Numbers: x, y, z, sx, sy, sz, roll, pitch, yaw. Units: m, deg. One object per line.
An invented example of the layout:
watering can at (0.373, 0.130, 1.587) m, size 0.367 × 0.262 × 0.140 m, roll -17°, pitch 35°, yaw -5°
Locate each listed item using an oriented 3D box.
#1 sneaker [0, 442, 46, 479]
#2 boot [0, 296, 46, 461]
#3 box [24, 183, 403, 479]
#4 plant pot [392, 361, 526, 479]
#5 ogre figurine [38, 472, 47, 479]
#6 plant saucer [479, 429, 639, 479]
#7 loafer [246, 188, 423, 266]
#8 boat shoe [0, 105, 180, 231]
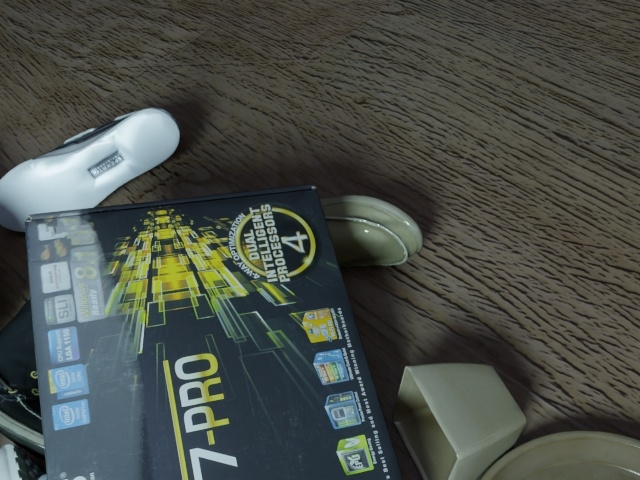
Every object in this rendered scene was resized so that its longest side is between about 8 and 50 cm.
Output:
sneaker at (-0.307, 0.314, 0.728) m, size 0.094 × 0.090 × 0.235 m, roll -34°, pitch 52°, yaw -6°
boot at (-0.324, 0.149, 0.854) m, size 0.236 × 0.085 × 0.179 m, roll 19°, pitch 58°, yaw 32°
box at (-0.112, 0.142, 0.722) m, size 0.318 × 0.097 × 0.395 m, roll -8°, pitch 64°, yaw -15°
plant pot at (0.147, 0.189, 0.740) m, size 0.096 × 0.109 × 0.109 m, roll -13°, pitch 49°, yaw -17°
ogre figurine at (-0.207, 0.267, 0.731) m, size 0.118 × 0.097 × 0.197 m, roll -33°, pitch 94°, yaw -12°
plant saucer at (0.263, 0.312, 0.657) m, size 0.277 × 0.041 × 0.278 m, roll -5°, pitch 50°, yaw 6°
loafer at (0.000, 0.000, 0.923) m, size 0.268 × 0.102 × 0.092 m, roll 6°, pitch 53°, yaw 26°
boat shoe at (-0.348, -0.114, 1.075) m, size 0.301 × 0.108 × 0.102 m, roll -31°, pitch 19°, yaw 0°
